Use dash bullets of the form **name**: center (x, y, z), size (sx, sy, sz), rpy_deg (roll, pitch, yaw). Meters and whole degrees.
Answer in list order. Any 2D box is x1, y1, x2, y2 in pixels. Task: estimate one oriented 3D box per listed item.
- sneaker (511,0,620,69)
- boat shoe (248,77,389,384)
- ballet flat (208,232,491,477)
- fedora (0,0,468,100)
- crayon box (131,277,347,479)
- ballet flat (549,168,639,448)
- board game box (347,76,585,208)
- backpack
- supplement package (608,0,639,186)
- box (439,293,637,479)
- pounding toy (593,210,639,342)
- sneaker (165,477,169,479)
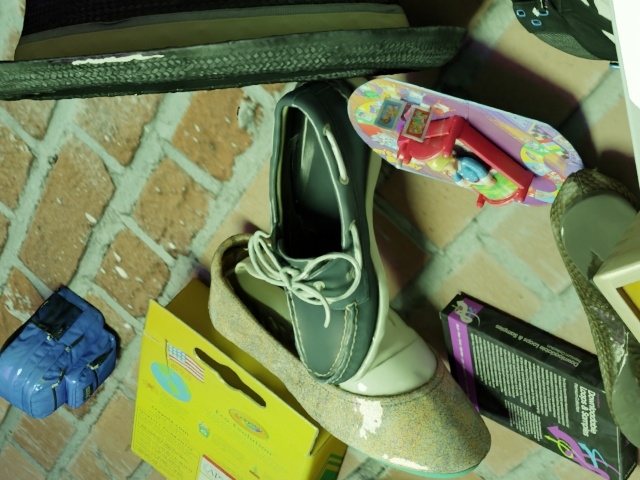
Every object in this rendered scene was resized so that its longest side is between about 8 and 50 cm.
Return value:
- **sneaker**: center (0.136, -0.157, 1.035), size (0.121, 0.079, 0.217), rpy_deg (6, 154, 47)
- **boat shoe**: center (0.000, 0.000, 1.387), size (0.095, 0.079, 0.254), rpy_deg (23, 123, 31)
- **ballet flat**: center (0.011, 0.083, 1.521), size (0.316, 0.107, 0.106), rpy_deg (29, 137, 39)
- **fedora**: center (-0.075, -0.175, 1.208), size (0.334, 0.334, 0.152), rpy_deg (0, 96, 52)
- **crayon box**: center (-0.075, 0.167, 1.787), size (0.202, 0.081, 0.318), rpy_deg (37, 151, 13)
- **ballet flat**: center (0.213, 0.049, 1.288), size (0.058, 0.084, 0.250), rpy_deg (-106, -11, -56)
- **board game box**: center (0.093, -0.051, 1.269), size (0.169, 0.033, 0.133), rpy_deg (18, 159, 11)
- **backpack**: center (-0.277, 0.125, 1.950), size (0.101, 0.120, 0.098), rpy_deg (33, 149, 20)
- **supplement package**: center (0.238, -0.109, 0.862), size (0.145, 0.204, 0.262), rpy_deg (7, 137, 28)
- **box**: center (0.171, 0.116, 1.459), size (0.162, 0.029, 0.116), rpy_deg (27, 148, 31)
- **pounding toy**: center (0.268, 0.072, 1.175), size (0.181, 0.094, 0.206), rpy_deg (-22, 111, 48)
- **sneaker**: center (-0.088, 0.292, 1.991), size (0.170, 0.063, 0.075), rpy_deg (41, 152, -4)
